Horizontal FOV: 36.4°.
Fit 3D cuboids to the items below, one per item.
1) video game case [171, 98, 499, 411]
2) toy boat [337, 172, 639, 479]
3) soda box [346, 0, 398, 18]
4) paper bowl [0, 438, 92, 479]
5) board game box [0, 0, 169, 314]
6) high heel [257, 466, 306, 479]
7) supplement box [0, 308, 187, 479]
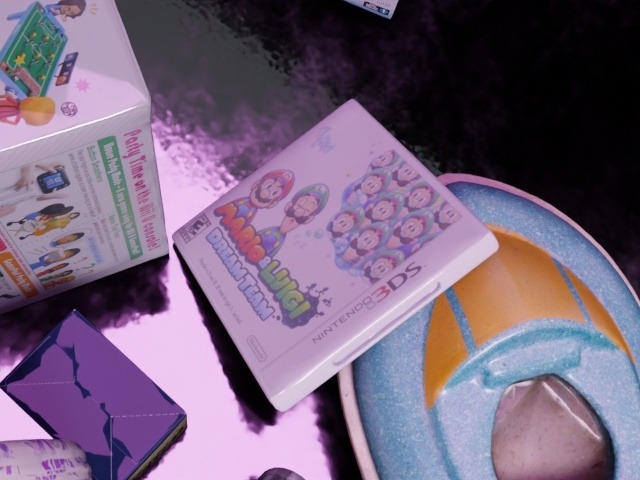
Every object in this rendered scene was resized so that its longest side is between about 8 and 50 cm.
[{"bbox_3d":[0.000,0.000,0.552,0.143,0.019,0.157,-37,44,-1],"label":"video game case"},{"bbox_3d":[0.169,0.066,0.551,0.318,0.148,0.267,-17,78,-11],"label":"toy boat"},{"bbox_3d":[0.057,-0.248,0.663,0.058,0.063,0.183,23,73,-1],"label":"soda box"},{"bbox_3d":[-0.227,0.181,0.396,0.284,0.284,0.148,-10,77,-10],"label":"paper bowl"},{"bbox_3d":[-0.235,-0.014,0.480,0.303,0.224,0.097,-19,76,-12],"label":"board game box"},{"bbox_3d":[0.020,0.251,0.443,0.261,0.093,0.186,42,41,1],"label":"high heel"},{"bbox_3d":[-0.122,0.092,0.538,0.083,0.083,0.056,42,74,5],"label":"supplement box"}]
